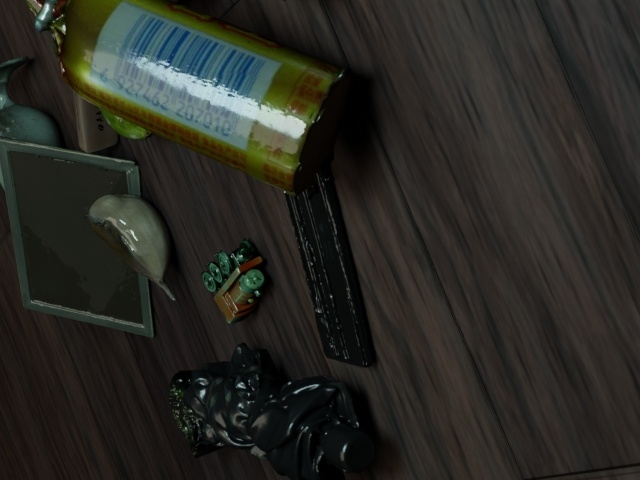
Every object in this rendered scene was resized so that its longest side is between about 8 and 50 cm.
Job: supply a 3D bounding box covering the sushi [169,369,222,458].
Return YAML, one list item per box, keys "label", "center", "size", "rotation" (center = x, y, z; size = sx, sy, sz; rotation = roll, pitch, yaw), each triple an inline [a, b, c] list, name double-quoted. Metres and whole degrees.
- label: "sushi"
  center: [-0.144, 0.196, 1.618]
  size: [0.083, 0.056, 0.084]
  rotation: [42, 143, 51]

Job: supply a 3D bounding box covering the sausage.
- label: "sausage"
  center: [-0.125, -0.146, 1.187]
  size: [0.317, 0.117, 0.125]
  rotation: [25, 153, 16]

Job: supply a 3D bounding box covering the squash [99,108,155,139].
- label: "squash"
  center: [-0.234, -0.190, 1.505]
  size: [0.201, 0.066, 0.066]
  rotation: [56, 148, 23]

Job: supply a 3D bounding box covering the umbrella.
- label: "umbrella"
  center: [-0.034, 0.185, 1.378]
  size: [0.272, 0.110, 0.122]
  rotation: [14, 85, 54]

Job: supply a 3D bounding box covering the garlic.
- label: "garlic"
  center: [-0.213, -0.007, 1.594]
  size: [0.152, 0.066, 0.084]
  rotation: [37, 162, 25]

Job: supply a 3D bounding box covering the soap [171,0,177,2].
- label: "soap"
  center: [-0.213, -0.289, 1.330]
  size: [0.172, 0.095, 0.289]
  rotation: [64, 160, -2]

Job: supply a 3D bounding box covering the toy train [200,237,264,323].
- label: "toy train"
  center: [-0.087, 0.043, 1.435]
  size: [0.064, 0.044, 0.103]
  rotation: [59, 152, 11]

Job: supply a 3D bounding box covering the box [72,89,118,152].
- label: "box"
  center: [-0.264, -0.159, 1.593]
  size: [0.025, 0.048, 0.115]
  rotation: [41, 139, 47]

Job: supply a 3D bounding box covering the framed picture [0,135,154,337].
- label: "framed picture"
  center: [-0.301, -0.004, 1.697]
  size: [0.197, 0.014, 0.252]
  rotation: [11, 123, 20]

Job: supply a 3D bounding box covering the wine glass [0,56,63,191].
- label: "wine glass"
  center: [-0.382, -0.114, 1.766]
  size: [0.103, 0.103, 0.231]
  rotation: [-14, 99, 61]

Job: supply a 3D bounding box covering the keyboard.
- label: "keyboard"
  center: [0.000, 0.000, 1.288]
  size: [0.087, 0.017, 0.250]
  rotation: [4, 111, 59]
